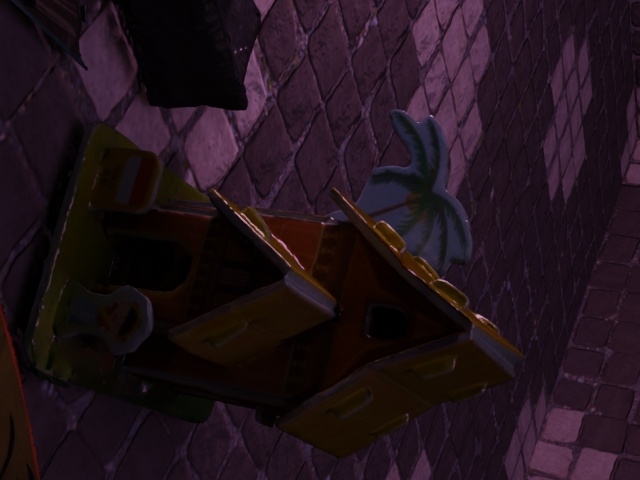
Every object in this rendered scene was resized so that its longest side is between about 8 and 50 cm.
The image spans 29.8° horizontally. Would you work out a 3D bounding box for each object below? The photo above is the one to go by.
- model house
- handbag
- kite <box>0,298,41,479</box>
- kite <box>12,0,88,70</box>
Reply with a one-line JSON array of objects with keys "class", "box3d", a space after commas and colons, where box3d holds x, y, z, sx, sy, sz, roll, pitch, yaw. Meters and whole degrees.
[{"class": "model house", "box3d": [0.000, 0.000, 0.996, 0.300, 0.324, 0.340, 40, 61, -62]}, {"class": "handbag", "box3d": [-0.102, -0.227, 0.992, 0.270, 0.089, 0.175, 76, 21, -48]}, {"class": "kite", "box3d": [-0.264, 0.189, 0.804, 0.327, 0.013, 0.377, 17, 90, -74]}, {"class": "kite", "box3d": [-0.211, -0.306, 0.820, 0.368, 0.014, 0.406, -40, 132, -56]}]
